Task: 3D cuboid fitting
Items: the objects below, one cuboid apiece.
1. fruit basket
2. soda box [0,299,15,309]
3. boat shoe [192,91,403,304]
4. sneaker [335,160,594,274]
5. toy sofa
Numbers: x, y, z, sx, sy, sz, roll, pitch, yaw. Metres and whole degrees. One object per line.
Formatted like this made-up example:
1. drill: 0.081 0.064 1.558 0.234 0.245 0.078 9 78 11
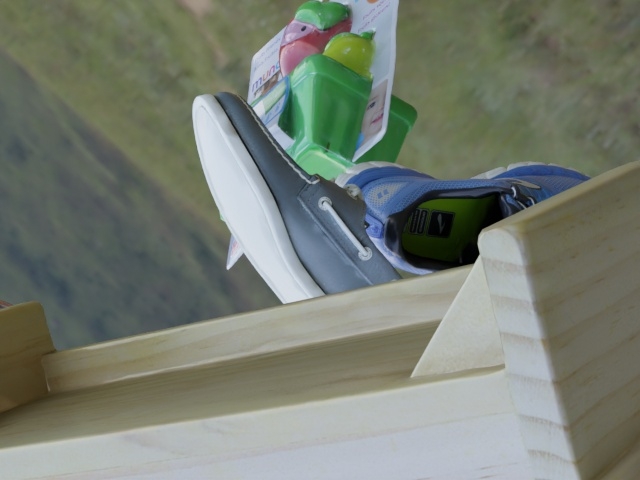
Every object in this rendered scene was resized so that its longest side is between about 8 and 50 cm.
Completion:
1. fruit basket: -0.018 -0.180 1.792 0.165 0.353 0.327 22 141 -29
2. soda box: -0.296 0.131 1.268 0.060 0.169 0.053 23 -178 -24
3. boat shoe: 0.000 0.000 1.305 0.319 0.099 0.116 58 160 5
4. sneaker: 0.176 -0.005 1.488 0.330 0.130 0.147 -1 -164 -26
5. toy sofa: -0.025 0.095 0.619 0.150 0.362 0.177 -21 -84 -58
